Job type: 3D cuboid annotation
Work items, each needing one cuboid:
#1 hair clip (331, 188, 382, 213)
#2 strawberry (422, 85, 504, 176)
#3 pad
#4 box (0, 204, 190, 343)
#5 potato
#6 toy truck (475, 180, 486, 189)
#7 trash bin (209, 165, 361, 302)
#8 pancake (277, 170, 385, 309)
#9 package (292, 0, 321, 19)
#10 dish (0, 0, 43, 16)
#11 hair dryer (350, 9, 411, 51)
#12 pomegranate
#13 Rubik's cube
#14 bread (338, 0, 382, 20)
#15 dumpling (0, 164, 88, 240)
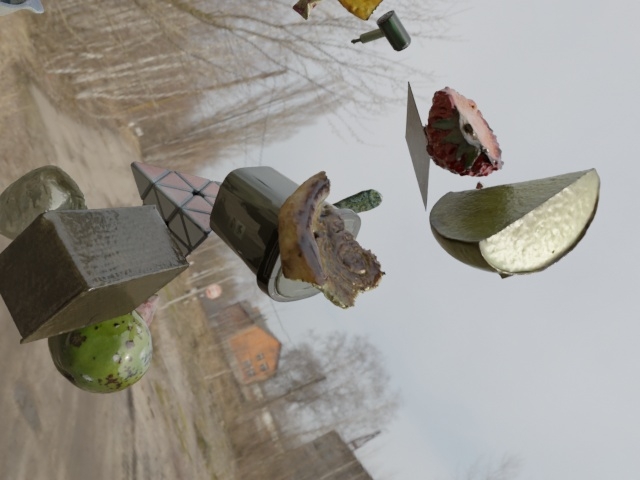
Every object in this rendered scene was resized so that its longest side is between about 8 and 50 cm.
[{"bbox_3d":[0.074,-0.098,1.736,0.229,0.036,0.066,-13,-49,34],"label":"hair clip"},{"bbox_3d":[0.267,-0.198,1.182,0.190,0.111,0.236,55,27,1],"label":"strawberry"},{"bbox_3d":[0.311,-0.307,1.955,0.248,0.007,0.368,84,0,-50],"label":"pad"},{"bbox_3d":[-0.387,0.049,1.033,0.143,0.184,0.273,57,23,8],"label":"box"},{"bbox_3d":[0.316,-0.032,1.081,0.255,0.269,0.112,21,-43,65],"label":"potato"},{"bbox_3d":[0.436,-0.125,1.656,0.032,0.024,0.083,-13,-122,55],"label":"toy truck"},{"bbox_3d":[-0.087,-0.028,1.298,0.250,0.219,0.220,39,-62,27],"label":"trash bin"},{"bbox_3d":[0.000,0.000,1.040,0.257,0.212,0.056,54,-49,16],"label":"pancake"},{"bbox_3d":[-0.030,-0.636,1.616,0.059,0.083,0.029,47,10,17],"label":"package"},{"bbox_3d":[-0.542,-0.408,0.896,0.236,0.086,0.228,49,19,-23],"label":"dish"},{"bbox_3d":[0.155,-0.564,1.675,0.197,0.057,0.100,7,-36,51],"label":"hair dryer"},{"bbox_3d":[-0.422,0.187,1.233,0.214,0.248,0.214,19,-47,21],"label":"pomegranate"},{"bbox_3d":[-0.323,-0.063,1.498,0.229,0.233,0.228,55,32,-62],"label":"Rubik's cube"},{"bbox_3d":[0.102,-0.626,1.231,0.340,0.179,0.194,-39,-141,48],"label":"bread"},{"bbox_3d":[-0.527,-0.065,1.135,0.092,0.176,0.150,25,64,-58],"label":"dumpling"}]
